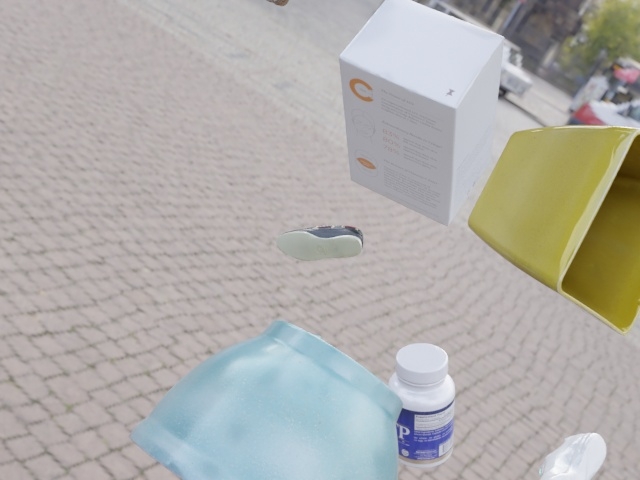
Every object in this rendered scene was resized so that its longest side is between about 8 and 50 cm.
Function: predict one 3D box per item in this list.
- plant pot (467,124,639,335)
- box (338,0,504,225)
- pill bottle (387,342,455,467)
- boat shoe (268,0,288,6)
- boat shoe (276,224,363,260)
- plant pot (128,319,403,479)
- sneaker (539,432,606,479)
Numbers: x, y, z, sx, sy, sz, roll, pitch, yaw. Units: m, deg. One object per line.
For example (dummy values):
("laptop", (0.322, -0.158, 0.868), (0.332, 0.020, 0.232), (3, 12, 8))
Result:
("plant pot", (0.322, -0.031, 1.202), (0.187, 0.212, 0.212), (26, -1, 45))
("box", (0.173, -0.216, 1.611), (0.215, 0.168, 0.345), (27, -24, 20))
("pill bottle", (0.165, 0.269, 1.536), (0.112, 0.186, 0.112), (-2, 27, 1))
("boat shoe", (-0.057, -0.418, 1.328), (0.066, 0.183, 0.066), (5, -17, 24))
("boat shoe", (0.000, 0.002, 1.428), (0.133, 0.049, 0.042), (0, 28, 10))
("plant pot", (-0.031, 0.211, 1.016), (0.293, 0.196, 0.293), (31, -13, 8))
("sneaker", (0.414, 0.419, 1.640), (0.212, 0.094, 0.080), (-37, 106, -34))
